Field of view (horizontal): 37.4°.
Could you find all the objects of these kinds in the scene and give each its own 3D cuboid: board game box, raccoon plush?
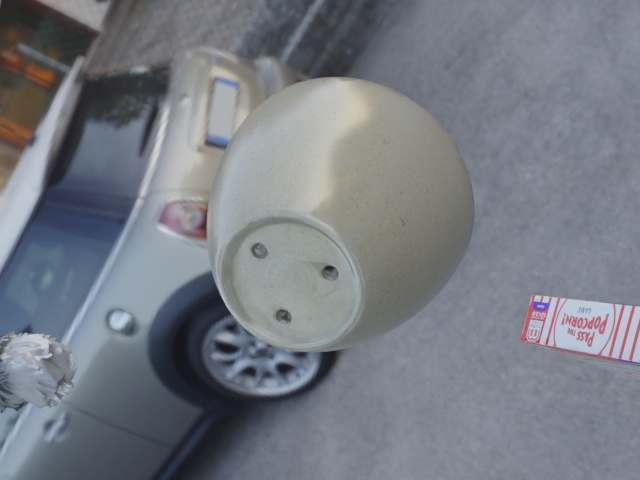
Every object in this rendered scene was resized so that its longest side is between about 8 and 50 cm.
[{"bbox_3d":[0.288,0.095,0.778,0.147,0.193,0.045,2,75,66],"label":"board game box"},{"bbox_3d":[-0.463,0.122,1.123,0.299,0.446,0.216,-83,-9,-56],"label":"raccoon plush"}]

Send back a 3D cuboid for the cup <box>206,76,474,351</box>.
[{"bbox_3d":[0.000,0.000,1.104,0.331,0.331,0.237,-55,1,29],"label":"cup"}]
